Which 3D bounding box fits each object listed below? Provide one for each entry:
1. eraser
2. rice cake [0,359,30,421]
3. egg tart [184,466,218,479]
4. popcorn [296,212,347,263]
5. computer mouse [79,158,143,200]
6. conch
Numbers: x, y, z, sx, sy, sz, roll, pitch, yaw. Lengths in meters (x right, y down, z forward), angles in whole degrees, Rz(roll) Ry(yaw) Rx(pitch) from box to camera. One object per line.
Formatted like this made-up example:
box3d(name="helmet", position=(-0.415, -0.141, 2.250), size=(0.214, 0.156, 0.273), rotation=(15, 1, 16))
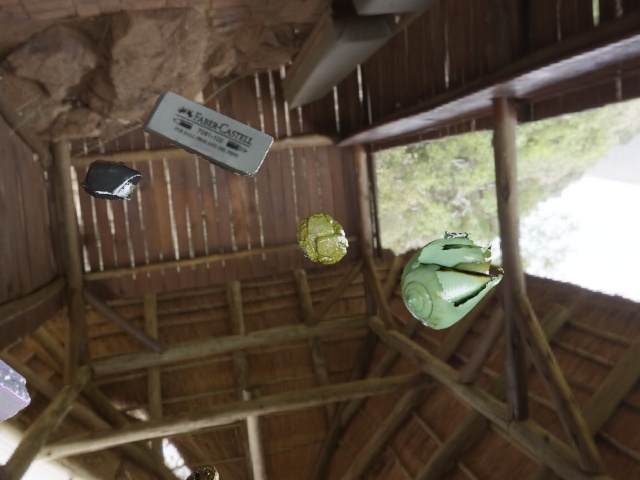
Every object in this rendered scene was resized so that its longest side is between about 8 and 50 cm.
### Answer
box3d(name="eraser", position=(-0.282, -0.261, 1.514), size=(0.353, 0.111, 0.077), rotation=(25, 174, 12))
box3d(name="rice cake", position=(-0.563, 0.145, 0.887), size=(0.070, 0.399, 0.064), rotation=(-32, -141, -1))
box3d(name="egg tart", position=(-0.294, 0.628, 1.326), size=(0.107, 0.290, 0.291), rotation=(40, 176, -9))
box3d(name="popcorn", position=(0.000, 0.000, 1.385), size=(0.106, 0.120, 0.116), rotation=(-41, -158, -27))
box3d(name="computer mouse", position=(-0.401, -0.127, 1.200), size=(0.099, 0.057, 0.172), rotation=(15, -159, -3))
box3d(name="conch", position=(0.245, 0.059, 1.139), size=(0.251, 0.143, 0.137), rotation=(-35, 173, -26))
